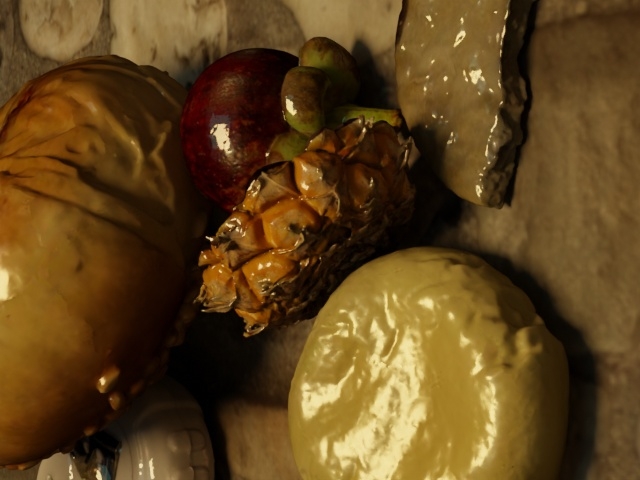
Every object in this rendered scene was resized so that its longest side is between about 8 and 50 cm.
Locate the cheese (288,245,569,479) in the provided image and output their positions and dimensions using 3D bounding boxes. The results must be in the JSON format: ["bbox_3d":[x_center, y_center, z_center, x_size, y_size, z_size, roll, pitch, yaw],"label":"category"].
[{"bbox_3d":[0.082,0.123,0.903,0.214,0.117,0.226,38,115,37],"label":"cheese"}]

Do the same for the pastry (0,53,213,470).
[{"bbox_3d":[-0.246,0.025,1.136,0.409,0.245,0.409,-40,26,25],"label":"pastry"}]

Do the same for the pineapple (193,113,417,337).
[{"bbox_3d":[0.000,0.000,0.941,0.076,0.225,0.224,48,126,22],"label":"pineapple"}]

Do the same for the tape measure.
[{"bbox_3d":[-0.189,0.227,1.232,0.236,0.120,0.197,20,102,46],"label":"tape measure"}]

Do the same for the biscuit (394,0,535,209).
[{"bbox_3d":[0.109,-0.158,0.930,0.133,0.032,0.249,20,106,49],"label":"biscuit"}]

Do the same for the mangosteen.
[{"bbox_3d":[-0.032,-0.094,1.012,0.181,0.146,0.155,-6,83,51],"label":"mangosteen"}]
